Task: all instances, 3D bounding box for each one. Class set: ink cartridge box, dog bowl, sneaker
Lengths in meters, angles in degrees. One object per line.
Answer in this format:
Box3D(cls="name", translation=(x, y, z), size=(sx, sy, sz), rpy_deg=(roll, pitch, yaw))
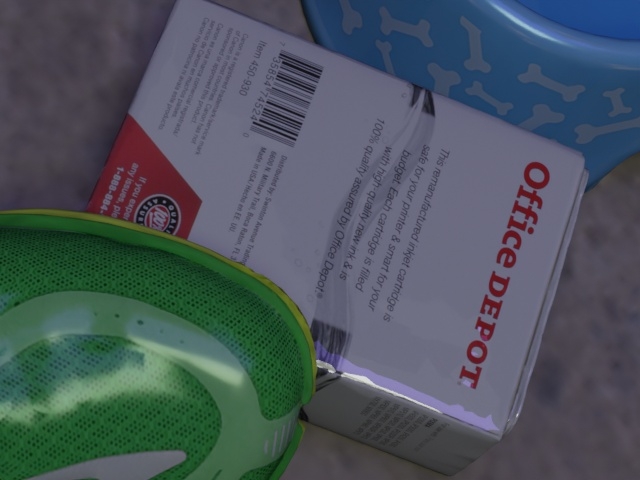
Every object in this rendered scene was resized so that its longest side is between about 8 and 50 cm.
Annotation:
Box3D(cls="ink cartridge box", translation=(0.000, 0.000, 0.536), size=(0.135, 0.056, 0.099), rpy_deg=(22, 65, -5))
Box3D(cls="dog bowl", translation=(0.144, -0.103, 0.608), size=(0.297, 0.074, 0.166), rpy_deg=(1, 68, -15))
Box3D(cls="sneaker", translation=(-0.146, 0.051, 0.429), size=(0.295, 0.123, 0.109), rpy_deg=(0, 102, -9))
